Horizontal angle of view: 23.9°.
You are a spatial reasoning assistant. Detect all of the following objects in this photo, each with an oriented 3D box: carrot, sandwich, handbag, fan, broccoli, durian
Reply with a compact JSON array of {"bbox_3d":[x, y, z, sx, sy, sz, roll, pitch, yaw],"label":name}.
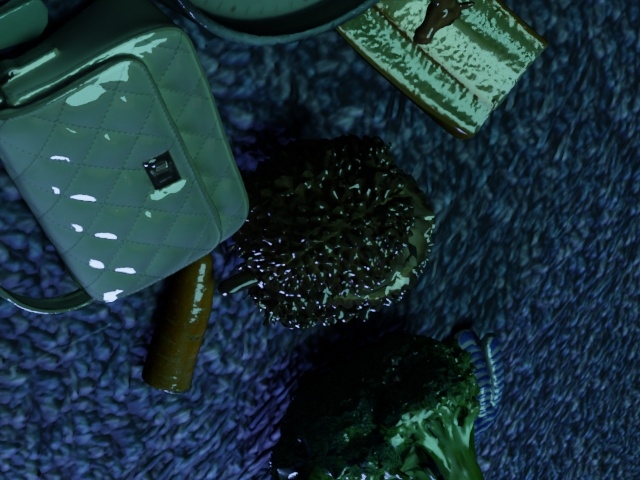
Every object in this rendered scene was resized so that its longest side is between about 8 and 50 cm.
[{"bbox_3d":[-0.117,0.067,1.307,0.048,0.048,0.139,-10,129,-42],"label":"carrot"},{"bbox_3d":[0.086,-0.187,1.311,0.187,0.144,0.117,37,95,-20],"label":"sandwich"},{"bbox_3d":[-0.174,-0.044,1.116,0.219,0.079,0.256,-35,142,-12],"label":"handbag"},{"bbox_3d":[-0.264,-0.115,0.997,0.193,0.016,0.038,-30,144,-25],"label":"fan"},{"bbox_3d":[0.080,0.222,1.512,0.265,0.245,0.294,-37,171,-35],"label":"broccoli"},{"bbox_3d":[0.000,0.000,1.277,0.196,0.167,0.196,-15,139,-14],"label":"durian"}]

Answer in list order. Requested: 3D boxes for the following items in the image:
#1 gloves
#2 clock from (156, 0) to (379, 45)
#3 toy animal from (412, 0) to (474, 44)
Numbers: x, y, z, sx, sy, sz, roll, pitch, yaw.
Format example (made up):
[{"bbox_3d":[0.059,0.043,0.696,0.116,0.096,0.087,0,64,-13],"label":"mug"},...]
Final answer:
[{"bbox_3d":[0.141,0.200,1.691,0.119,0.097,0.229,-44,156,-68],"label":"gloves"},{"bbox_3d":[-0.006,-0.288,1.064,0.325,0.067,0.325,-29,142,-26],"label":"clock"},{"bbox_3d":[0.052,-0.225,1.076,0.230,0.066,0.224,-19,137,-44],"label":"toy animal"}]
